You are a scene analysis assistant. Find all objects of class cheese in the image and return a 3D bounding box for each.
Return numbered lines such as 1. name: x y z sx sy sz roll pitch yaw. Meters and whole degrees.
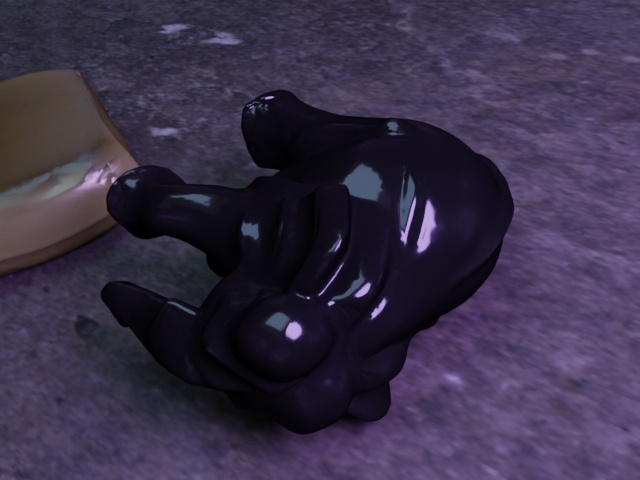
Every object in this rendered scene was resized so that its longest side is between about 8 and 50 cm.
1. cheese: -0.362 -0.063 0.875 0.316 0.128 0.259 -29 45 -8

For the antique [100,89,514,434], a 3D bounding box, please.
1. antique: 0.000 0.000 0.635 0.322 0.185 0.255 -33 42 -21
